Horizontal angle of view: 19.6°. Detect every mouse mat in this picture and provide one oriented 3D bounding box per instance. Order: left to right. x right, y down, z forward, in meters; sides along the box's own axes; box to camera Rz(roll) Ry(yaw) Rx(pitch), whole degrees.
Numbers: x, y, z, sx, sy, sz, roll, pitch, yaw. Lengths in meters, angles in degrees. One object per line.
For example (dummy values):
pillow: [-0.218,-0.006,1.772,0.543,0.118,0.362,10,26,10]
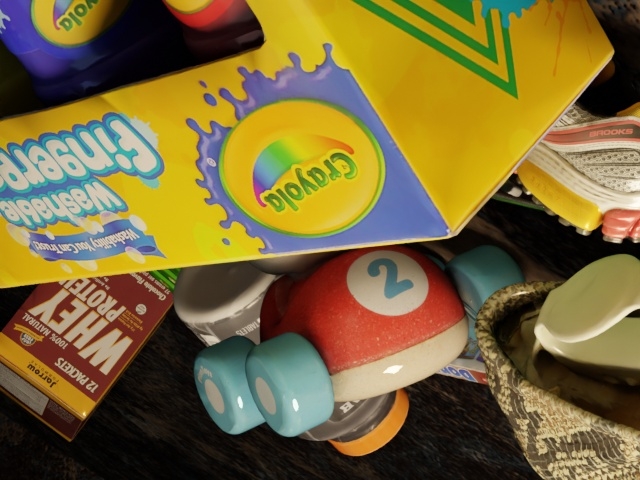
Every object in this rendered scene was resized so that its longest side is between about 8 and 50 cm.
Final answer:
mouse mat: [0.166,-0.013,1.152,0.190,0.007,0.153,16,-177,24]

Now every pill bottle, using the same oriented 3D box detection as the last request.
pill bottle: [-0.016,0.096,1.711,0.130,0.130,0.245,14,152,50]

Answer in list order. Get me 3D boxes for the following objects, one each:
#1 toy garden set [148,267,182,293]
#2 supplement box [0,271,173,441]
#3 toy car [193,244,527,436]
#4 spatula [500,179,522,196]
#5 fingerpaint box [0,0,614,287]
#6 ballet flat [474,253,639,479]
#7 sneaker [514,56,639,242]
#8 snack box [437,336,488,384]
toy garden set: [-0.170,-0.016,1.845,0.204,0.049,0.244,39,169,14]
supplement box: [-0.265,0.100,2.073,0.129,0.191,0.194,37,163,-2]
toy car: [0.000,0.000,1.423,0.210,0.219,0.238,-10,102,66]
spatula: [0.052,-0.081,1.196,0.168,0.019,0.242,34,-173,16]
fingerpaint box: [-0.127,-0.170,0.991,0.445,0.163,0.371,-6,124,51]
ballet flat: [0.261,0.085,1.104,0.483,0.164,0.182,2,138,54]
sneaker: [0.130,-0.089,1.089,0.225,0.088,0.092,36,123,36]
snack box: [0.117,0.082,1.536,0.022,0.064,0.178,48,159,-28]
